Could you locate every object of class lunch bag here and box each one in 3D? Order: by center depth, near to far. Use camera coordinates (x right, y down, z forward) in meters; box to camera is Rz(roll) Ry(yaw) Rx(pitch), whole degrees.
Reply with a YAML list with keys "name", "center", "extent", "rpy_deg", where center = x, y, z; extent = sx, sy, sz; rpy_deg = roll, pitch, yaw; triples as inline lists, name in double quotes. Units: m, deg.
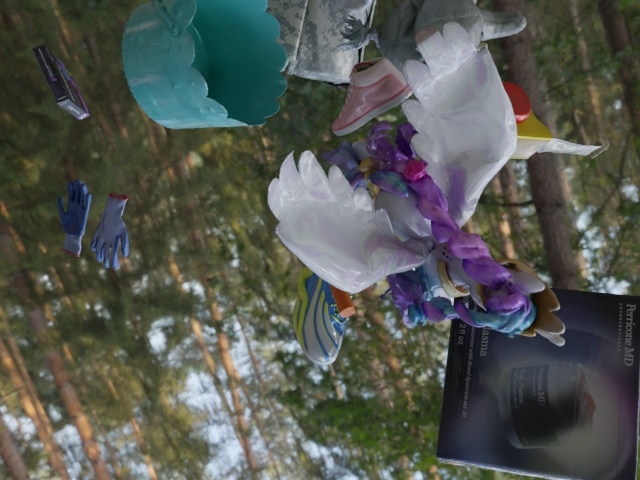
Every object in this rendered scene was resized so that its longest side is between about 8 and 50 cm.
- name: "lunch bag"
  center: [-0.011, -0.492, 1.604]
  extent: [0.256, 0.304, 0.212]
  rpy_deg: [12, -162, -7]

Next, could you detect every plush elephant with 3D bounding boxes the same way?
- name: "plush elephant"
  center: [0.227, -0.373, 1.316]
  extent: [0.330, 0.271, 0.255]
  rpy_deg: [-9, -167, -25]

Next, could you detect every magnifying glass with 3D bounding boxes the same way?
- name: "magnifying glass"
  center: [0.000, 0.000, 1.042]
  extent: [0.026, 0.230, 0.092]
  rpy_deg: [-22, 152, 0]

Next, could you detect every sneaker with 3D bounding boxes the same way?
- name: "sneaker"
  center: [0.051, -0.188, 0.956]
  extent: [0.134, 0.070, 0.051]
  rpy_deg: [-24, -155, 44]
- name: "sneaker"
  center: [0.016, 0.080, 1.242]
  extent: [0.091, 0.240, 0.126]
  rpy_deg: [8, 157, -25]

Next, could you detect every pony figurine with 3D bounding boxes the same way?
- name: "pony figurine"
  center: [0.114, -0.035, 0.899]
  extent: [0.303, 0.351, 0.363]
  rpy_deg: [-42, -162, -6]

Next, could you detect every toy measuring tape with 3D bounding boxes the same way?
- name: "toy measuring tape"
  center: [0.319, -0.191, 1.188]
  extent: [0.330, 0.121, 0.121]
  rpy_deg: [-1, -178, -30]

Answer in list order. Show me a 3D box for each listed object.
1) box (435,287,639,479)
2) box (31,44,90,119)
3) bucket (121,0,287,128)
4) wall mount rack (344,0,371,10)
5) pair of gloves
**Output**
- name: "box"
  center: [0.354, 0.233, 1.221]
  extent: [0.294, 0.296, 0.182]
  rpy_deg: [5, 163, 14]
- name: "box"
  center: [-0.505, -0.306, 1.467]
  extent: [0.029, 0.116, 0.162]
  rpy_deg: [-25, -179, -2]
- name: "bucket"
  center: [-0.208, -0.331, 1.354]
  extent: [0.183, 0.281, 0.281]
  rpy_deg: [-1, -158, 30]
- name: "wall mount rack"
  center: [0.013, -0.439, 1.097]
  extent: [0.304, 0.130, 0.350]
  rpy_deg: [25, -130, 35]
- name: "pair of gloves"
  center: [-0.458, -0.034, 1.508]
  extent: [0.198, 0.159, 0.023]
  rpy_deg: [17, -167, 26]
